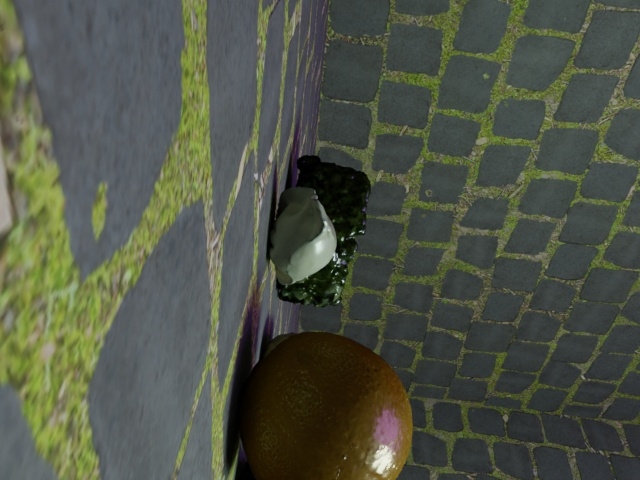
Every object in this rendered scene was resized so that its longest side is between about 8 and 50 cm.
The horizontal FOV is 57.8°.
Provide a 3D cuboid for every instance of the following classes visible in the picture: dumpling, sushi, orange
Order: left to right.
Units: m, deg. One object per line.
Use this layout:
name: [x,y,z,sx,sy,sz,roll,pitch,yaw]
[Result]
dumpling: [-0.046,-0.013,1.047,0.111,0.181,0.155,19,40,-55]
sushi: [0.000,0.000,1.374,0.352,0.178,0.294,102,-1,-57]
orange: [0.005,0.276,0.891,0.274,0.274,0.274,7,90,-89]

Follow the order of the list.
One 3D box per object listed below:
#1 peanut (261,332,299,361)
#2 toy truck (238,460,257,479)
peanut: [-0.060,0.263,1.252,0.290,0.130,0.130,106,-9,-80]
toy truck: [-0.065,0.457,1.061,0.259,0.121,0.088,55,46,-57]
